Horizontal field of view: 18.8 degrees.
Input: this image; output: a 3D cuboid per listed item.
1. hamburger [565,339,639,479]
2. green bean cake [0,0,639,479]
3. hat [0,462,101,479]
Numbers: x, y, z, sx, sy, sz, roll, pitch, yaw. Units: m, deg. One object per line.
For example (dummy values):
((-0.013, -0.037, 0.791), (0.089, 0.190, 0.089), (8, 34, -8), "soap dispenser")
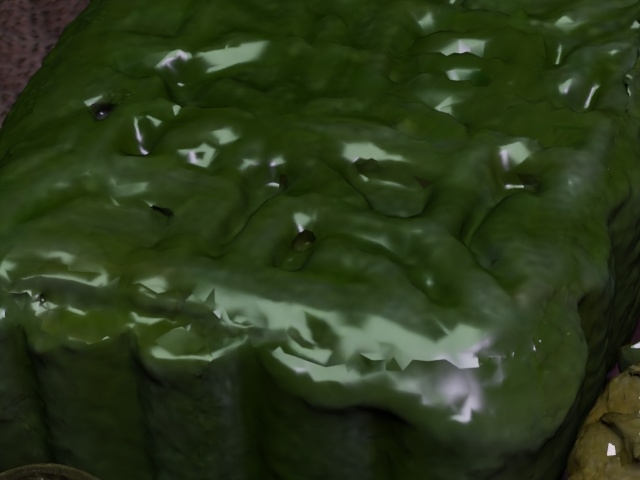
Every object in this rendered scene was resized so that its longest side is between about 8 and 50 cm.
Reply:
((0.160, 0.112, 0.544), (0.206, 0.130, 0.183), (6, 49, -9), "hamburger")
((0.000, 0.000, 0.645), (0.222, 0.125, 0.248), (8, 44, 16), "green bean cake")
((-0.067, 0.144, 0.583), (0.146, 0.067, 0.146), (-15, 67, 40), "hat")
